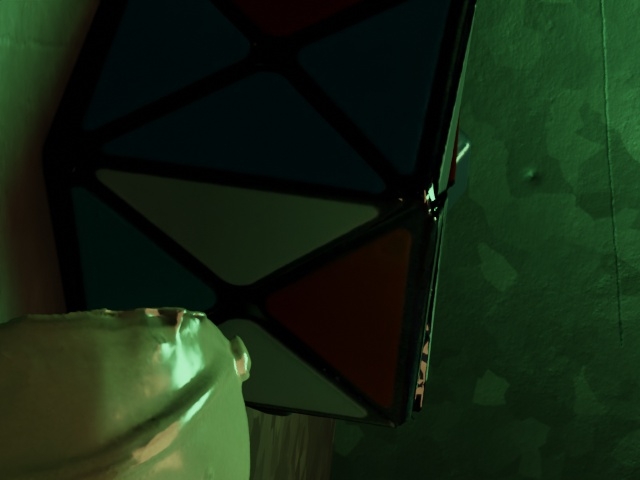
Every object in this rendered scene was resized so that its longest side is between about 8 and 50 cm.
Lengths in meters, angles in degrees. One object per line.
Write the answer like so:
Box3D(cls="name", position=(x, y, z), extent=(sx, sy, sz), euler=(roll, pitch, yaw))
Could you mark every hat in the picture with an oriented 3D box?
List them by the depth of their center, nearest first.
Box3D(cls="hat", position=(-0.133, 0.185, 0.820), extent=(0.258, 0.168, 0.301), euler=(72, 26, -74))

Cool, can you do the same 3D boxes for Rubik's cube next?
Box3D(cls="Rubik's cube", position=(-0.030, -0.046, 1.100), extent=(0.250, 0.246, 0.248), euler=(91, 10, -48))

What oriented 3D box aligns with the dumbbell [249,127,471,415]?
Box3D(cls="dumbbell", position=(0.000, 0.000, 1.425), extent=(0.325, 0.144, 0.160), euler=(-50, 162, -23))
